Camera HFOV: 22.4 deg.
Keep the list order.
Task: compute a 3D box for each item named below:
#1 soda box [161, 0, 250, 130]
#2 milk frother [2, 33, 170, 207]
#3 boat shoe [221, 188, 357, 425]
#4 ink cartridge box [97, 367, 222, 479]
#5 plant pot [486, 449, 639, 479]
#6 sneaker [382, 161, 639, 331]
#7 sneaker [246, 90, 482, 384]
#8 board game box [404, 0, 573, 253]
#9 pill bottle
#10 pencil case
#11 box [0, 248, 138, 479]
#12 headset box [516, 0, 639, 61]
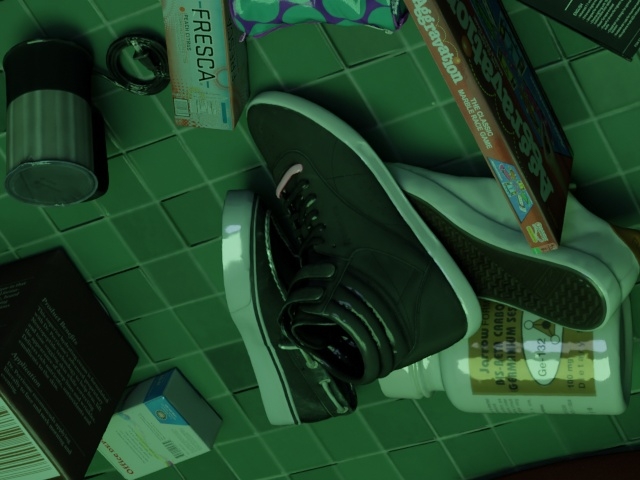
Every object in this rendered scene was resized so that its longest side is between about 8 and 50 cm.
[{"bbox_3d":[-0.101,-0.189,1.427,0.058,0.063,0.183,6,129,11],"label":"soda box"},{"bbox_3d":[-0.210,-0.113,1.470,0.143,0.134,0.129,-27,147,34],"label":"milk frother"},{"bbox_3d":[-0.023,0.070,1.578,0.105,0.113,0.306,-4,129,11],"label":"boat shoe"},{"bbox_3d":[-0.184,0.202,1.763,0.122,0.052,0.088,-24,117,29],"label":"ink cartridge box"},{"bbox_3d":[0.304,0.369,1.636,0.236,0.267,0.267,-32,114,21],"label":"plant pot"},{"bbox_3d":[0.159,-0.013,1.479,0.290,0.123,0.106,25,137,25],"label":"sneaker"},{"bbox_3d":[0.000,0.000,1.435,0.295,0.147,0.104,50,148,10],"label":"sneaker"},{"bbox_3d":[0.141,-0.139,1.343,0.027,0.145,0.281,-15,122,26],"label":"board game box"},{"bbox_3d":[0.174,0.098,1.529,0.229,0.131,0.131,-1,127,17],"label":"pill bottle"},{"bbox_3d":[0.001,-0.208,1.381,0.152,0.064,0.070,0,107,16],"label":"pencil case"},{"bbox_3d":[-0.322,0.147,1.662,0.167,0.203,0.168,-16,121,26],"label":"box"},{"bbox_3d":[0.176,-0.315,1.204,0.283,0.131,0.246,26,130,-5],"label":"headset box"}]
